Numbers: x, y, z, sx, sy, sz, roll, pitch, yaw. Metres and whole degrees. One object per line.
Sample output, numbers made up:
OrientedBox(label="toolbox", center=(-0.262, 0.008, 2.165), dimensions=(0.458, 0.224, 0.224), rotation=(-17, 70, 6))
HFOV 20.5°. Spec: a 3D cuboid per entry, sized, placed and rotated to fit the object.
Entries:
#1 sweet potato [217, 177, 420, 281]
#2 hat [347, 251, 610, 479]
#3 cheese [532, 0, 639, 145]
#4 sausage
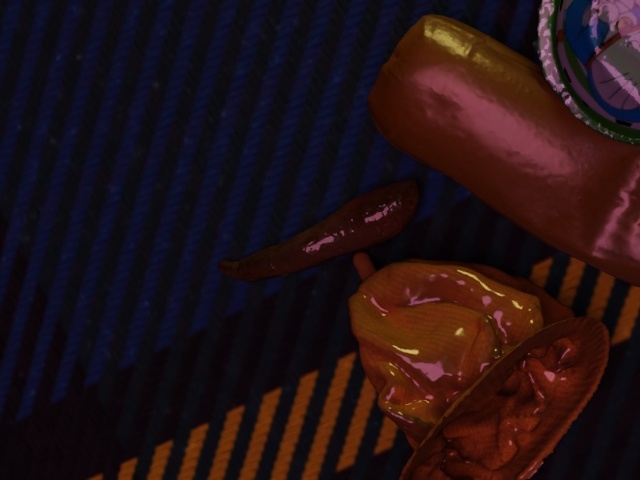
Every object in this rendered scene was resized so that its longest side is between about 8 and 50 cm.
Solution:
OrientedBox(label="sweet potato", center=(0.000, 0.000, 1.647), dimensions=(0.214, 0.050, 0.050), rotation=(-24, 92, 17))
OrientedBox(label="hat", center=(0.100, 0.093, 1.602), dimensions=(0.233, 0.244, 0.233), rotation=(-33, 58, -11))
OrientedBox(label="cheese", center=(0.258, -0.216, 1.482), dimensions=(0.204, 0.083, 0.320), rotation=(-32, 80, 18))
OrientedBox(label="sausage", center=(0.212, -0.067, 1.551), dimensions=(0.354, 0.116, 0.134), rotation=(33, 92, 4))
